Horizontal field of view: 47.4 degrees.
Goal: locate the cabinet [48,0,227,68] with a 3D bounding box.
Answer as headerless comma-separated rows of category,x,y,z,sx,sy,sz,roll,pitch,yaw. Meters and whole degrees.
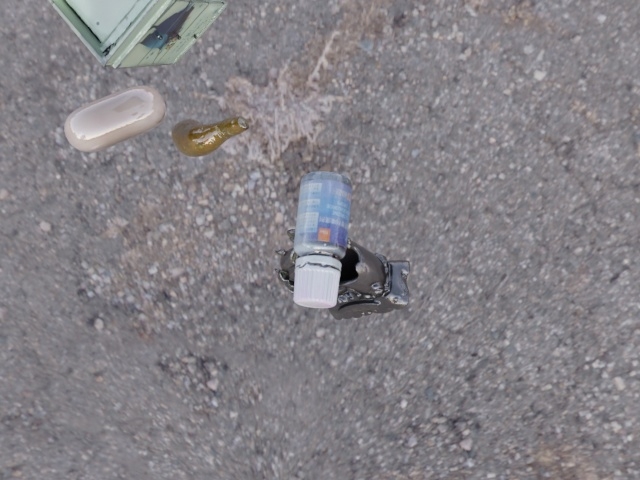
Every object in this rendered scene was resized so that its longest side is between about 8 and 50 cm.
cabinet,-0.276,-0.369,1.132,0.145,0.206,0.150,-40,90,24

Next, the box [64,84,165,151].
box,-0.401,-0.238,1.432,0.200,0.146,0.088,-25,97,-9

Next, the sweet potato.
sweet potato,-0.260,-0.228,1.566,0.108,0.346,0.079,-42,114,-18

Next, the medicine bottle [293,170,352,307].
medicine bottle,0.000,0.000,1.124,0.083,0.083,0.203,7,77,-1

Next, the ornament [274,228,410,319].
ornament,0.014,0.057,1.398,0.260,0.251,0.106,25,62,-32
